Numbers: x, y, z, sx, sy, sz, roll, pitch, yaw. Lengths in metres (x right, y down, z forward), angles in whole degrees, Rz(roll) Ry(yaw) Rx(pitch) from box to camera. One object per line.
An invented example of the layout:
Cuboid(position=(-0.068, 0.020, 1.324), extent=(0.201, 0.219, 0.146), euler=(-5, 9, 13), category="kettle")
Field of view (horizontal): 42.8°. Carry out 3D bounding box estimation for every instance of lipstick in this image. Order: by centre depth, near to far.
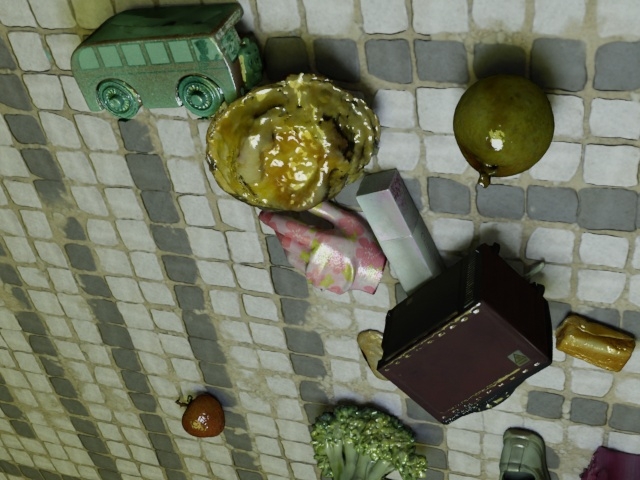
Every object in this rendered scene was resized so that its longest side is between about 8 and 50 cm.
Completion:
Cuboid(position=(0.161, 0.024, 1.430), extent=(0.068, 0.066, 0.317), euler=(-11, 124, 31), category="lipstick")

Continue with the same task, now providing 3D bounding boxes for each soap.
Cuboid(position=(0.547, 0.581, 1.578), extent=(0.127, 0.325, 0.220), euler=(17, 132, 15), category="soap")

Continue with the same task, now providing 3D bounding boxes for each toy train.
Cuboid(position=(-0.254, -0.284, 1.299), extent=(0.326, 0.129, 0.159), euler=(1, 128, 22), category="toy train")

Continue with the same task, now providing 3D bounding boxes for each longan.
Cuboid(position=(0.255, -0.152, 1.159), extent=(0.145, 0.176, 0.155), euler=(11, 165, 47), category="longan")

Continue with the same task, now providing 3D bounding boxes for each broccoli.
Cuboid(position=(0.090, 0.496, 1.761), extent=(0.263, 0.243, 0.247), euler=(21, 122, -1), category="broccoli")

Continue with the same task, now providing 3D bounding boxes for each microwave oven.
Cuboid(position=(0.243, 0.159, 1.355), extent=(0.188, 0.178, 0.247), euler=(38, 124, -17), category="microwave oven")

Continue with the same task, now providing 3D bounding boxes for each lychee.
Cuboid(position=(-0.295, 0.423, 1.970), extent=(0.140, 0.101, 0.114), euler=(15, 144, 3), category="lychee")

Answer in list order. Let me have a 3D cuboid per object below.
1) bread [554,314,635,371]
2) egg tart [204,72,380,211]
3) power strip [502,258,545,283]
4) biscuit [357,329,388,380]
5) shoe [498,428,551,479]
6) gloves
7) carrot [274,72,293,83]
Cuboid(position=(0.482, 0.182, 1.438), extent=(0.132, 0.053, 0.074), euler=(19, 139, 7), category="bread")
Cuboid(position=(-0.040, -0.129, 1.290), extent=(0.297, 0.132, 0.297), euler=(-6, 141, -4), category="egg tart")
Cuboid(position=(0.318, 0.077, 1.425), extent=(0.075, 0.042, 0.175), euler=(43, 131, -16), category="power strip")
Cuboid(position=(0.123, 0.239, 1.676), extent=(0.071, 0.018, 0.147), euler=(-9, 124, 27), category="biscuit")
Cuboid(position=(0.427, 0.517, 1.736), extent=(0.103, 0.098, 0.275), euler=(4, 132, 26), category="shoe")
Cuboid(position=(-0.003, 0.009, 1.458), extent=(0.241, 0.126, 0.145), euler=(18, 137, 0), category="gloves")
Cuboid(position=(-0.076, -0.239, 1.328), extent=(0.093, 0.032, 0.032), euler=(-31, 112, 35), category="carrot")
